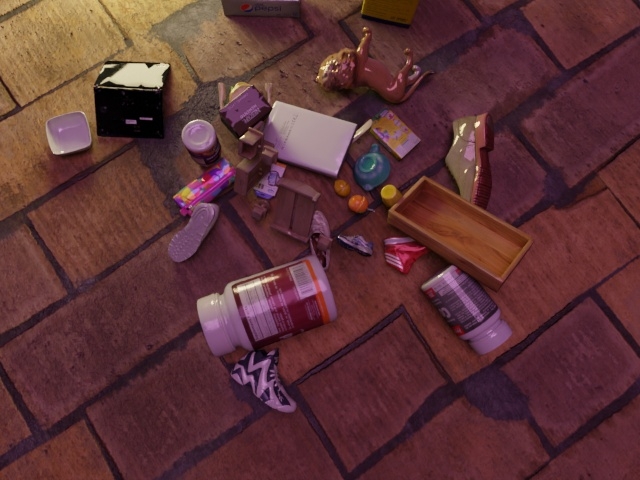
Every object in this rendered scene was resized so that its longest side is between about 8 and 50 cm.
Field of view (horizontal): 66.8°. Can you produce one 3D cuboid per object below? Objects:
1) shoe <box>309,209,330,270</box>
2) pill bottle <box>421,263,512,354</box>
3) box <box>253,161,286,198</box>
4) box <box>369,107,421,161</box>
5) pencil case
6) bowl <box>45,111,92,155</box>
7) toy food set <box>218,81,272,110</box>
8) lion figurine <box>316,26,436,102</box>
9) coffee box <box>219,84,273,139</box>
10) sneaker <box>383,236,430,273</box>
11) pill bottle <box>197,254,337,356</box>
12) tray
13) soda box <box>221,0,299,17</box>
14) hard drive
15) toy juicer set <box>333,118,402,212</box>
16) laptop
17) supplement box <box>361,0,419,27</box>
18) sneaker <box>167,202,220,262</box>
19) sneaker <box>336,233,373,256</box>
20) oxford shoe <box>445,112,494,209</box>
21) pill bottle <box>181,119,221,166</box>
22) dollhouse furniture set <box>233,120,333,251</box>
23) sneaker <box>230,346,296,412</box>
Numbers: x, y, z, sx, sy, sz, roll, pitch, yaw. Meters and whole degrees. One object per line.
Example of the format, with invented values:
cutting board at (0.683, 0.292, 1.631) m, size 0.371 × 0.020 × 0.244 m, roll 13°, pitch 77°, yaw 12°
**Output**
shoe at (0.000, 0.000, 1.642) m, size 0.076 × 0.058 × 0.219 m, roll -6°, pitch 79°, yaw -4°
pill bottle at (0.474, 0.217, 1.573) m, size 0.161 × 0.161 × 0.283 m, roll -36°, pitch 82°, yaw -9°
box at (-0.179, -0.210, 1.691) m, size 0.081 × 0.028 × 0.136 m, roll 20°, pitch 81°, yaw 1°
box at (0.258, -0.382, 1.740) m, size 0.105 × 0.043 × 0.179 m, roll -43°, pitch 86°, yaw -9°
pencil case at (-0.383, -0.175, 1.636) m, size 0.236 × 0.104 × 0.104 m, roll -43°, pitch 84°, yaw -9°
bowl at (-0.858, -0.362, 1.671) m, size 0.142 × 0.053 × 0.142 m, roll -17°, pitch 81°, yaw -6°
toy food set at (-0.267, -0.504, 1.743) m, size 0.192 × 0.038 × 0.132 m, roll -2°, pitch 86°, yaw -9°
lion figurine at (0.198, -0.585, 1.730) m, size 0.392 × 0.142 × 0.240 m, roll 22°, pitch 86°, yaw -3°
coffee box at (-0.248, -0.414, 1.600) m, size 0.141 × 0.246 × 0.098 m, roll -40°, pitch 103°, yaw -2°
sneaker at (0.326, 0.050, 1.649) m, size 0.221 × 0.087 × 0.128 m, roll -2°, pitch 87°, yaw 9°
pill bottle at (-0.164, 0.208, 1.509) m, size 0.392 × 0.224 × 0.224 m, roll -19°, pitch 80°, yaw -6°
tray at (0.440, -0.030, 1.557) m, size 0.411 × 0.076 × 0.203 m, roll 35°, pitch 63°, yaw 24°
soda box at (-0.218, -0.893, 1.787) m, size 0.286 × 0.098 × 0.091 m, roll 0°, pitch 79°, yaw -2°
hard drive at (-0.050, -0.353, 1.692) m, size 0.307 × 0.040 × 0.203 m, roll 19°, pitch 79°, yaw 11°
toy juicer set at (0.141, -0.236, 1.695) m, size 0.209 × 0.089 × 0.329 m, roll -22°, pitch 67°, yaw 14°
laptop at (-0.663, -0.504, 1.730) m, size 0.234 × 0.136 × 0.264 m, roll 1°, pitch 104°, yaw -2°
supplement box at (0.274, -0.948, 1.691) m, size 0.194 × 0.356 × 0.195 m, roll 13°, pitch 79°, yaw -1°
sneaker at (-0.414, -0.023, 1.617) m, size 0.090 × 0.095 × 0.235 m, roll 41°, pitch 99°, yaw 0°
sneaker at (0.119, 0.006, 1.658) m, size 0.135 × 0.052 × 0.058 m, roll 25°, pitch 69°, yaw -6°
oxford shoe at (0.515, -0.239, 1.702) m, size 0.146 × 0.140 × 0.397 m, roll 4°, pitch 85°, yaw 35°
pill bottle at (-0.388, -0.313, 1.614) m, size 0.108 × 0.193 × 0.108 m, roll 1°, pitch 80°, yaw -3°
dollhouse furniture set at (-0.075, -0.181, 1.548) m, size 0.355 × 0.303 × 0.174 m, roll 25°, pitch 47°, yaw 9°
sneaker at (-0.149, 0.422, 1.533) m, size 0.235 × 0.094 × 0.153 m, roll 33°, pitch 88°, yaw 14°
